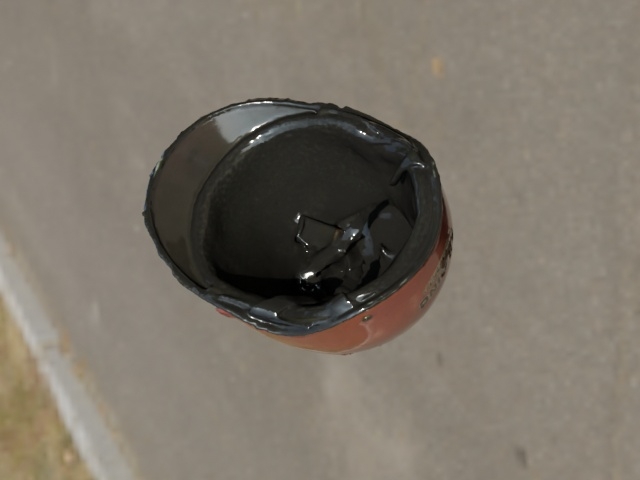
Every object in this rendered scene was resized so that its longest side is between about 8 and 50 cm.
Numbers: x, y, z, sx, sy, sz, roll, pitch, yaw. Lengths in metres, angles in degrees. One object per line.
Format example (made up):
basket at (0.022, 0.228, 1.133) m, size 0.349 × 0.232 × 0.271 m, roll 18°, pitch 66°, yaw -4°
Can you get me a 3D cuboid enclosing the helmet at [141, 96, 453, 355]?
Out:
helmet at (-0.001, 0.000, 0.459) m, size 0.084 × 0.065 × 0.049 m, roll 22°, pitch 164°, yaw 30°
